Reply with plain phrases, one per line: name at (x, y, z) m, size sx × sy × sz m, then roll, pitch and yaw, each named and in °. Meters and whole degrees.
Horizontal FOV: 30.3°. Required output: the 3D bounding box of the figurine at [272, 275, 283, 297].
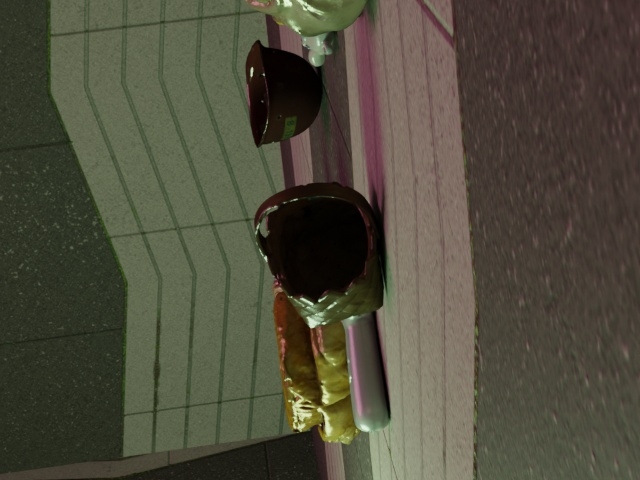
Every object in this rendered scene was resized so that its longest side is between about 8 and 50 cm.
figurine at (-0.015, 0.094, 1.840) m, size 0.126 × 0.114 × 0.157 m, roll 40°, pitch -160°, yaw -38°

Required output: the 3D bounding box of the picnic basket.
picnic basket at (0.000, 0.000, 1.243) m, size 0.178 × 0.128 × 0.137 m, roll 70°, pitch -173°, yaw -58°

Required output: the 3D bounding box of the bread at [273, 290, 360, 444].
bread at (0.001, 0.158, 1.639) m, size 0.198 × 0.120 × 0.236 m, roll -99°, pitch 4°, yaw -56°

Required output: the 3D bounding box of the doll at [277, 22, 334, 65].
doll at (-0.010, -0.275, 1.482) m, size 0.113 × 0.071 × 0.135 m, roll 52°, pitch 161°, yaw 46°

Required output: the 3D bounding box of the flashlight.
flashlight at (0.048, 0.135, 1.436) m, size 0.093 × 0.048 × 0.200 m, roll 103°, pitch 160°, yaw -79°

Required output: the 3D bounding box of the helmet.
helmet at (-0.051, -0.226, 1.778) m, size 0.175 × 0.106 × 0.155 m, roll 97°, pitch 164°, yaw -54°

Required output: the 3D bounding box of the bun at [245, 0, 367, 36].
bun at (-0.036, -0.264, 1.073) m, size 0.183 × 0.102 × 0.183 m, roll 49°, pitch 161°, yaw 23°
